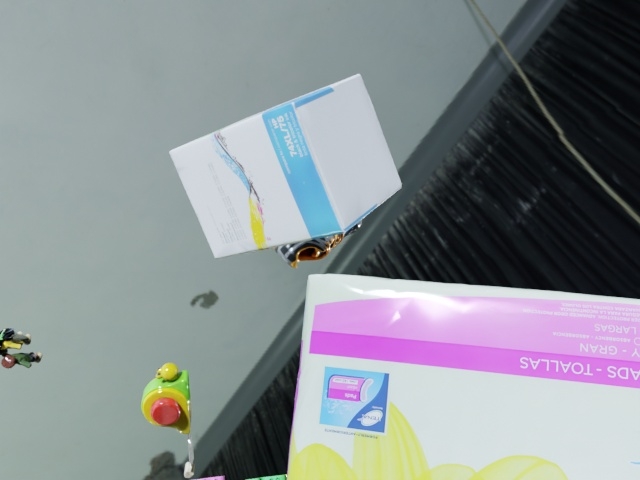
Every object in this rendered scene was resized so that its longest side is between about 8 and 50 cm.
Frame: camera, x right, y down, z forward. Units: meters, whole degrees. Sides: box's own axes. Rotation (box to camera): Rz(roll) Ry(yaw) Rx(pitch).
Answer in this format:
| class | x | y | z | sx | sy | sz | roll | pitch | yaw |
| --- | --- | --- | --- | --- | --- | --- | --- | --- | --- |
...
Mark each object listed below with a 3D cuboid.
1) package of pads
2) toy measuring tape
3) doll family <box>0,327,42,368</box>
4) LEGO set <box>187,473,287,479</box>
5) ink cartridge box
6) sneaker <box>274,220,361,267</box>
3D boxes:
| class | x | y | z | sx | sy | sz | roll | pitch | yaw |
| --- | --- | --- | --- | --- | --- | --- | --- | --- | --- |
| package of pads | 0.125 | 0.148 | 0.403 | 0.296 | 0.229 | 0.101 | 3 | 167 | 16 |
| toy measuring tape | -0.370 | 0.439 | 1.553 | 0.121 | 0.121 | 0.330 | -8 | 115 | -20 |
| doll family | -0.653 | 0.201 | 1.274 | 0.192 | 0.111 | 0.076 | 10 | 90 | 10 |
| LEGO set | -0.065 | 0.347 | 0.841 | 0.227 | 0.087 | 0.093 | -2 | 161 | -16 |
| ink cartridge box | -0.055 | -0.112 | 1.020 | 0.270 | 0.198 | 0.197 | -12 | 106 | 38 |
| sneaker | 0.000 | 0.000 | 1.407 | 0.214 | 0.083 | 0.084 | -21 | 148 | -20 |
